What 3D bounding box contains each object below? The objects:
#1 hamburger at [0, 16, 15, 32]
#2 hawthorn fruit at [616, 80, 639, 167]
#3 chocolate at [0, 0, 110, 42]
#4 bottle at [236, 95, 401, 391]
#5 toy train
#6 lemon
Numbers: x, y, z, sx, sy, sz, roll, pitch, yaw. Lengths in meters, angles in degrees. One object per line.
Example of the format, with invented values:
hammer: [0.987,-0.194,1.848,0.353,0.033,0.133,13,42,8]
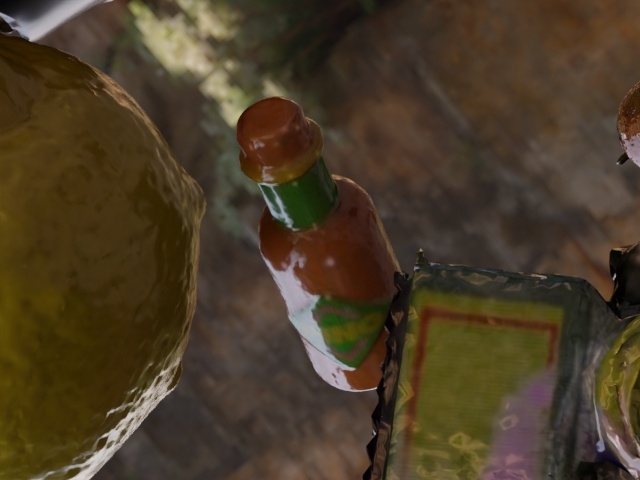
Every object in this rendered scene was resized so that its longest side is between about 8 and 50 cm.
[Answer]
hamburger: [-0.327,-0.331,1.705,0.261,0.186,0.303,12,-136,-21]
hawthorn fruit: [0.227,-0.077,1.187,0.077,0.077,0.077,48,-168,-14]
chocolate: [-0.155,-0.305,1.029,0.340,0.210,0.225,61,-177,1]
bottle: [0.000,0.000,0.972,0.069,0.069,0.187,-116,1,-47]
toy train: [0.102,0.117,0.729,0.134,0.177,0.261,47,-129,-74]
lemon: [-0.178,0.019,0.965,0.233,0.288,0.233,6,-139,-5]
